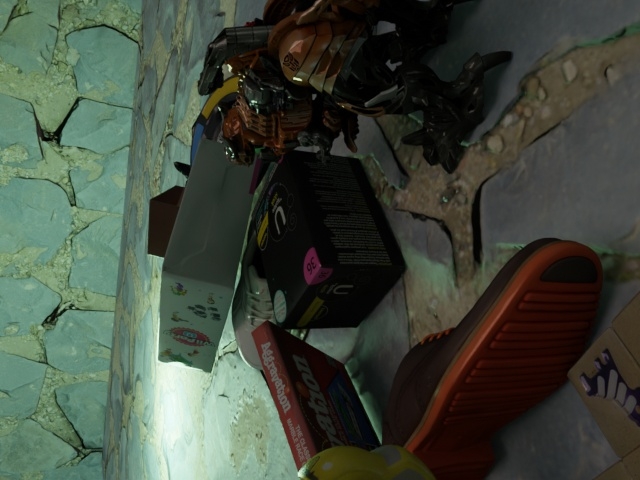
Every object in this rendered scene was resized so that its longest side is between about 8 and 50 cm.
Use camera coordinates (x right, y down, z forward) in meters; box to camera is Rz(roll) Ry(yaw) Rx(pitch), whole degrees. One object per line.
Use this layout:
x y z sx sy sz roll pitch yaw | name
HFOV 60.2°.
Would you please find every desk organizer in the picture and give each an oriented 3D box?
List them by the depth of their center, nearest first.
-0.234 -0.027 0.849 0.130 0.050 0.047 112 169 -46 | desk organizer

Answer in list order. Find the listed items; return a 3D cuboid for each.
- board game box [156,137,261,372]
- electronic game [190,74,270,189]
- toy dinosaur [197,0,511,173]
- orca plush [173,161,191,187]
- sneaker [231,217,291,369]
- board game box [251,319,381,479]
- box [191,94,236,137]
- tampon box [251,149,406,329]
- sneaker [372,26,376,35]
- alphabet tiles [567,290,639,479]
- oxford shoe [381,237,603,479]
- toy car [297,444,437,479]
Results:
-0.171 0.037 0.829 0.303 0.097 0.224 117 164 -54 | board game box
-0.150 -0.165 0.920 0.229 0.048 0.230 -10 76 44 | electronic game
0.023 -0.148 0.450 0.321 0.218 0.165 -9 79 62 | toy dinosaur
-0.301 -0.029 1.141 0.151 0.102 0.288 65 -164 -71 | orca plush
-0.079 0.067 0.734 0.115 0.090 0.233 -93 7 -83 | sneaker
0.025 0.206 0.509 0.027 0.145 0.281 -41 44 12 | board game box
-0.204 -0.161 1.079 0.175 0.051 0.221 -33 59 58 | box
0.000 0.000 0.608 0.120 0.101 0.161 -59 38 43 | tampon box
-0.014 -0.339 0.662 0.169 0.108 0.293 4 92 60 | sneaker
0.217 0.155 0.189 0.285 0.011 0.343 101 156 -48 | alphabet tiles
0.102 0.094 0.413 0.098 0.096 0.272 -111 35 -48 | oxford shoe
0.121 0.203 0.331 0.224 0.239 0.053 11 60 45 | toy car
